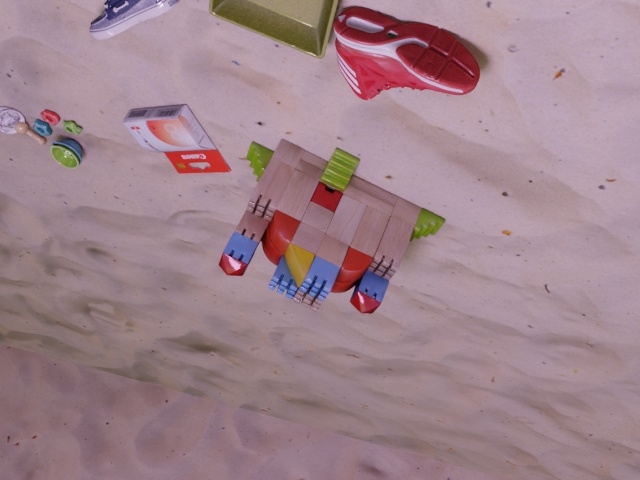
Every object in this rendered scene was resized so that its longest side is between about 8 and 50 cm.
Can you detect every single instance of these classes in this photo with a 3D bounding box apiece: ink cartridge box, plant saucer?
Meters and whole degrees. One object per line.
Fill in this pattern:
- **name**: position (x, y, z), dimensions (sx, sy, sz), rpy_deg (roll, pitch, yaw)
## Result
- **ink cartridge box**: position (-0.278, -0.181, 1.531), dimensions (0.145, 0.045, 0.179), rpy_deg (2, 139, 32)
- **plant saucer**: position (-0.059, -0.367, 1.114), dimensions (0.188, 0.045, 0.188), rpy_deg (23, 148, 3)

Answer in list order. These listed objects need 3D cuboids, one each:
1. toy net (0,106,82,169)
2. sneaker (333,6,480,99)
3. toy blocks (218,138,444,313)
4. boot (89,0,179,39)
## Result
- **toy net**: position (-0.608, -0.233, 1.669), dimensions (0.232, 0.045, 0.122), rpy_deg (20, 148, 7)
- **sneaker**: position (0.122, -0.249, 1.152), dimensions (0.221, 0.087, 0.128), rpy_deg (30, 158, 14)
- **toy blocks**: position (0.000, 0.000, 1.406), dimensions (0.381, 0.261, 0.191), rpy_deg (26, 148, -3)
- **boot**: position (-0.312, -0.385, 1.247), dimensions (0.189, 0.069, 0.086), rpy_deg (-12, 127, 32)
